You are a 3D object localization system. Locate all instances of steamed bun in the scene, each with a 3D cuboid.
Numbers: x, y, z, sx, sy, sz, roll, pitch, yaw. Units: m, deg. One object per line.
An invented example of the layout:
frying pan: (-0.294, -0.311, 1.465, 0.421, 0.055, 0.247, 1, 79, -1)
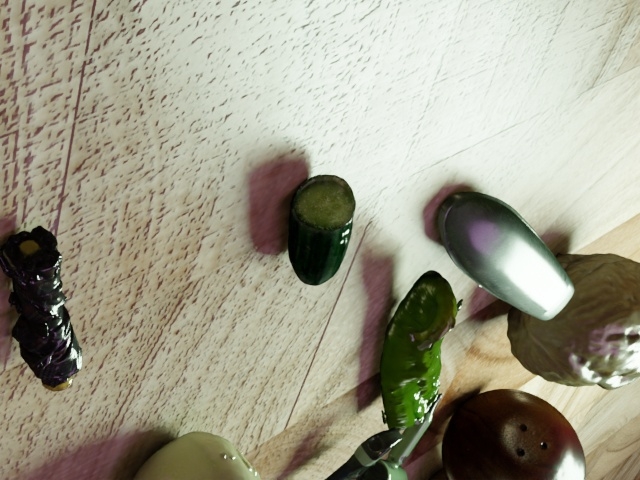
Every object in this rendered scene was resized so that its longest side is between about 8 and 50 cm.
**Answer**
steamed bun: (-0.109, 0.214, 1.070, 0.112, 0.091, 0.130, -37, 155, -14)

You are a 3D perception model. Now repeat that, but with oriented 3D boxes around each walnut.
walnut: (0.310, 0.094, 1.497, 0.230, 0.178, 0.178, -1, 132, -46)

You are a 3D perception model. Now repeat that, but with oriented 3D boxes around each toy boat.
toy boat: (0.174, 0.010, 1.250, 0.078, 0.085, 0.260, -49, 146, 5)

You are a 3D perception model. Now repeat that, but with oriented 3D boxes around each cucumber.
cucumber: (0.000, 0.000, 0.961, 0.048, 0.048, 0.105, -35, 155, -25)

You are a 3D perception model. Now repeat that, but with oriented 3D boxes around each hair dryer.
hair dryer: (0.105, 0.245, 1.550, 0.150, 0.047, 0.071, -53, 155, 2)

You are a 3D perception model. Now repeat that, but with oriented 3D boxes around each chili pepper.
chili pepper: (0.095, 0.109, 1.263, 0.085, 0.076, 0.359, -44, 164, -15)

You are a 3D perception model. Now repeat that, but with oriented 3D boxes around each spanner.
spanner: (-0.042, 0.301, 1.377, 0.316, 0.024, 0.087, -36, 167, -5)

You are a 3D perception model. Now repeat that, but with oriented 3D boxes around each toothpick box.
toothpick box: (0.232, 0.328, 1.722, 0.192, 0.192, 0.294, -32, 158, -29)

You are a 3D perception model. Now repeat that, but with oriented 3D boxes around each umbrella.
umbrella: (-0.166, 0.048, 0.771, 0.040, 0.037, 0.144, -48, 158, -32)
